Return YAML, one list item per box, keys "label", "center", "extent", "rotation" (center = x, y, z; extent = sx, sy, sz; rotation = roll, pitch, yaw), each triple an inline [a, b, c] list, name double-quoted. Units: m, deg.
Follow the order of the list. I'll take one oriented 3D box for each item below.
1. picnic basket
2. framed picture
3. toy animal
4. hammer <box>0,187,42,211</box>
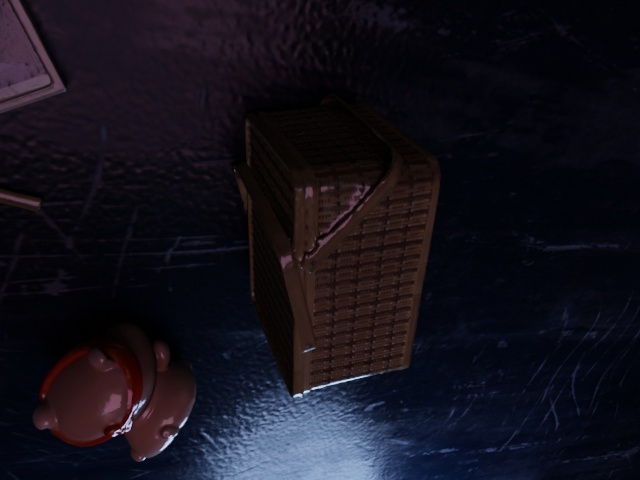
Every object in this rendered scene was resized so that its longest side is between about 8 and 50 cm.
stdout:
- label: "picnic basket"
  center: [0.000, 0.000, 0.654]
  extent: [0.175, 0.228, 0.313]
  rotation: [-9, 124, -18]
- label: "framed picture"
  center: [-0.384, -0.187, 0.520]
  extent: [0.203, 0.015, 0.150]
  rotation: [-21, 120, -7]
- label: "toy animal"
  center: [-0.279, 0.211, 0.731]
  extent: [0.171, 0.171, 0.197]
  rotation: [-41, 132, 8]
- label: "hammer"
  center: [-0.419, -0.069, 0.588]
  extent: [0.198, 0.013, 0.062]
  rotation: [15, 113, -27]
